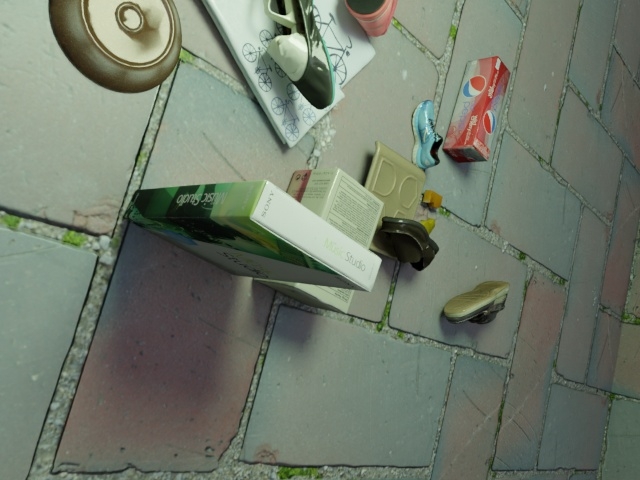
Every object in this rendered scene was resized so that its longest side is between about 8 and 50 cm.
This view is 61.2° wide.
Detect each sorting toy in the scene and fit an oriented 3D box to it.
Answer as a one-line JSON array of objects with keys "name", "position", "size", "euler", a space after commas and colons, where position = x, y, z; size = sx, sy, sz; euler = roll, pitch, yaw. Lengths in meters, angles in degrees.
[{"name": "sorting toy", "position": [0.180, -0.072, 1.248], "size": [0.307, 0.041, 0.229], "euler": [19, 83, -49]}]

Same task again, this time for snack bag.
[{"name": "snack bag", "position": [-0.034, -0.399, 1.012], "size": [0.342, 0.037, 0.323], "euler": [-49, 123, -30]}]

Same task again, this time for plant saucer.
[{"name": "plant saucer", "position": [-0.282, -0.318, 0.783], "size": [0.198, 0.036, 0.199], "euler": [-4, 95, -43]}]

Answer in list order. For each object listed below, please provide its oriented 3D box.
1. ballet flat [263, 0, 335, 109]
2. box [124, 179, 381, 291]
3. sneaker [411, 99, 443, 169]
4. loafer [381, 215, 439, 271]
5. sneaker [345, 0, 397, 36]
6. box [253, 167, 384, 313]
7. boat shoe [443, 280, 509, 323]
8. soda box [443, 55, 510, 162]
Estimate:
[{"name": "ballet flat", "position": [-0.049, -0.360, 0.923], "size": [0.096, 0.095, 0.281], "euler": [-11, 90, -32]}, {"name": "box", "position": [-0.106, -0.003, 0.780], "size": [0.232, 0.322, 0.059], "euler": [33, 68, -40]}, {"name": "sneaker", "position": [0.263, -0.250, 1.281], "size": [0.063, 0.073, 0.162], "euler": [-9, 100, -43]}, {"name": "loafer", "position": [0.199, 0.012, 1.191], "size": [0.220, 0.080, 0.078], "euler": [33, 72, -48]}, {"name": "sneaker", "position": [0.108, -0.563, 1.105], "size": [0.136, 0.115, 0.314], "euler": [39, 56, -69]}, {"name": "box", "position": [0.000, 0.000, 1.016], "size": [0.148, 0.126, 0.232], "euler": [33, 72, -41]}, {"name": "boat shoe", "position": [0.432, 0.182, 1.464], "size": [0.285, 0.102, 0.092], "euler": [-17, 100, -48]}, {"name": "soda box", "position": [0.404, -0.336, 1.395], "size": [0.083, 0.092, 0.263], "euler": [30, 73, -42]}]
